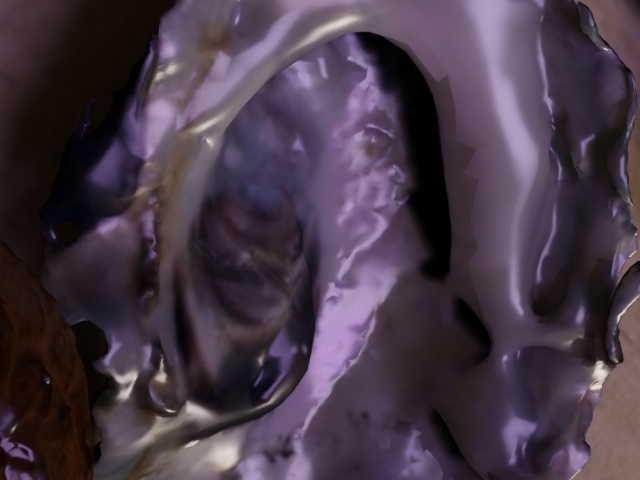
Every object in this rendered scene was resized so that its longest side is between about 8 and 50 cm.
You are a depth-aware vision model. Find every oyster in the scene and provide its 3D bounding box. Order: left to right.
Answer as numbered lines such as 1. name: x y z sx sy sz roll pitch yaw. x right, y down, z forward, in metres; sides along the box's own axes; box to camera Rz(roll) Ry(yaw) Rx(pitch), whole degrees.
1. oyster: -0.001 0.000 0.722 0.238 0.115 0.351 -5 104 -16

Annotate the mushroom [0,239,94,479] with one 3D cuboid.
1. mushroom: -0.180 0.086 0.575 0.253 0.153 0.253 -10 107 -37
